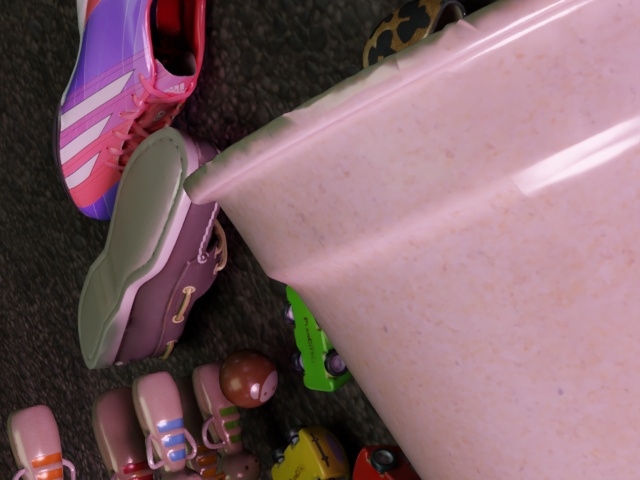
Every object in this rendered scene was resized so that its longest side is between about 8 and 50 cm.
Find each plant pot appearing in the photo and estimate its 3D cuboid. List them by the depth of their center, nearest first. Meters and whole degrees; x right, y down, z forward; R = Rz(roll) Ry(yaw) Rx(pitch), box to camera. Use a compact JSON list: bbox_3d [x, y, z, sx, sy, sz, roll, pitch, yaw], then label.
[{"bbox_3d":[0.149,0.036,0.539,0.334,0.334,0.305,-24,93,51],"label":"plant pot"}]

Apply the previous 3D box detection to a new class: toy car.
[{"bbox_3d":[0.021,0.138,0.918,0.239,0.053,0.224,-3,99,58],"label":"toy car"}]

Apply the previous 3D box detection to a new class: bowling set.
[{"bbox_3d":[-0.123,0.195,0.987,0.200,0.287,0.154,-21,80,32],"label":"bowling set"}]

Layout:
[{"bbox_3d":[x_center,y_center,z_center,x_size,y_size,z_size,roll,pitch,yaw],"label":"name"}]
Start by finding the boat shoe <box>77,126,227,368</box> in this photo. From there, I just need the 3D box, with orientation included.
[{"bbox_3d":[-0.148,0.015,1.032,0.324,0.097,0.116,-59,40,43],"label":"boat shoe"}]

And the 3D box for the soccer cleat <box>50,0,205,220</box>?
[{"bbox_3d":[-0.167,-0.135,0.986,0.116,0.109,0.318,36,128,28],"label":"soccer cleat"}]

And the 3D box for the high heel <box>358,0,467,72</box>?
[{"bbox_3d":[0.084,-0.028,0.737,0.261,0.093,0.186,67,148,22],"label":"high heel"}]
